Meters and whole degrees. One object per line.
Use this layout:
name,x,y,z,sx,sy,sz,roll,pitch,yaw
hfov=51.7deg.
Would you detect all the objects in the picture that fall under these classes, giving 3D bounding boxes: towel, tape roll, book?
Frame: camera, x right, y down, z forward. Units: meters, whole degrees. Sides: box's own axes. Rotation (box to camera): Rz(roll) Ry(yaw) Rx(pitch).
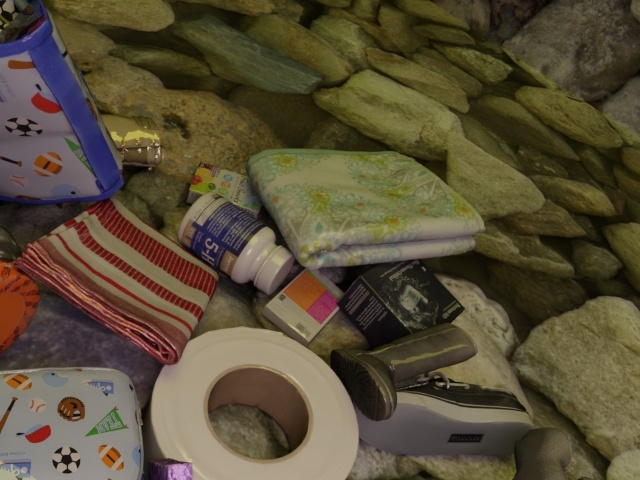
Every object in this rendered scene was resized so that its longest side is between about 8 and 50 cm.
towel,0.078,-0.076,1.248,0.374,0.090,0.320,-5,33,-23
tape roll,-0.095,0.256,0.896,0.286,0.100,0.286,14,40,-12
towel,-0.268,0.040,0.967,0.237,0.037,0.329,36,13,-8
book,-0.023,0.112,1.152,0.096,0.035,0.144,38,40,10

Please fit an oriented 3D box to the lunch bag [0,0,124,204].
lunch bag,-0.488,-0.230,0.968,0.385,0.328,0.239,20,60,18

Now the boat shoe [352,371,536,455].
boat shoe,0.186,0.259,1.030,0.306,0.113,0.105,5,34,-13

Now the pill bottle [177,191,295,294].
pill bottle,-0.142,0.008,1.142,0.186,0.112,0.112,33,39,11

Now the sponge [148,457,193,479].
sponge,-0.151,0.338,0.690,0.031,0.117,0.210,-1,74,-25

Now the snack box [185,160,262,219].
snack box,-0.183,-0.095,1.299,0.141,0.037,0.100,18,40,-9

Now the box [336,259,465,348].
box,0.144,0.116,1.172,0.158,0.093,0.156,48,43,13

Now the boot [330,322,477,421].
boot,0.138,0.185,0.968,0.208,0.076,0.189,-3,18,-20

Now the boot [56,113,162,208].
boot,-0.392,-0.155,1.217,0.203,0.095,0.262,4,40,-26

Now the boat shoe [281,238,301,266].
boat shoe,0.000,0.000,1.261,0.081,0.069,0.227,24,36,22

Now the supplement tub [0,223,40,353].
supplement tub,-0.539,0.008,0.856,0.338,0.207,0.207,38,40,17

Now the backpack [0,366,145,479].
backpack,-0.299,0.271,0.698,0.276,0.213,0.264,1,55,-31

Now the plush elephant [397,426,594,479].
plush elephant,0.252,0.427,0.790,0.271,0.256,0.330,-24,9,1
